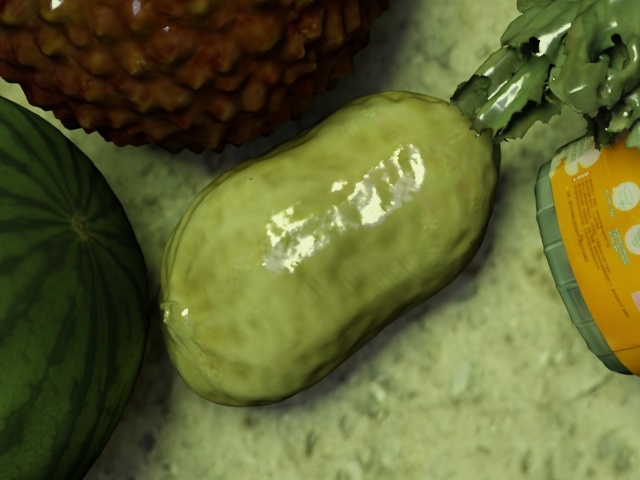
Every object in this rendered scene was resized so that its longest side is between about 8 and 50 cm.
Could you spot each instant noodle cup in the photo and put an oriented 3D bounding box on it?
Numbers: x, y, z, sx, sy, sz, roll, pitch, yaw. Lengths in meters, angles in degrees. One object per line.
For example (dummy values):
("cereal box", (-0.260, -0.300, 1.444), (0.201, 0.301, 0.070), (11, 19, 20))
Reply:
("instant noodle cup", (0.188, -0.005, 0.600), (0.125, 0.208, 0.177), (-23, 122, 27))

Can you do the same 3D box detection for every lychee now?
("lychee", (-0.078, -0.185, 0.622), (0.276, 0.304, 0.275), (0, 89, -19))

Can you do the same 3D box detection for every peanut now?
("peanut", (0.000, 0.000, 0.657), (0.224, 0.129, 0.129), (-39, 79, 6))

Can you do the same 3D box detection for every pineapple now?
("pineapple", (0.177, -0.205, 0.571), (0.175, 0.175, 0.361), (21, 71, 14))

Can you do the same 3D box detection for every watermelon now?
("watermelon", (-0.264, 0.059, 0.640), (0.359, 0.279, 0.279), (-21, 81, 18))
